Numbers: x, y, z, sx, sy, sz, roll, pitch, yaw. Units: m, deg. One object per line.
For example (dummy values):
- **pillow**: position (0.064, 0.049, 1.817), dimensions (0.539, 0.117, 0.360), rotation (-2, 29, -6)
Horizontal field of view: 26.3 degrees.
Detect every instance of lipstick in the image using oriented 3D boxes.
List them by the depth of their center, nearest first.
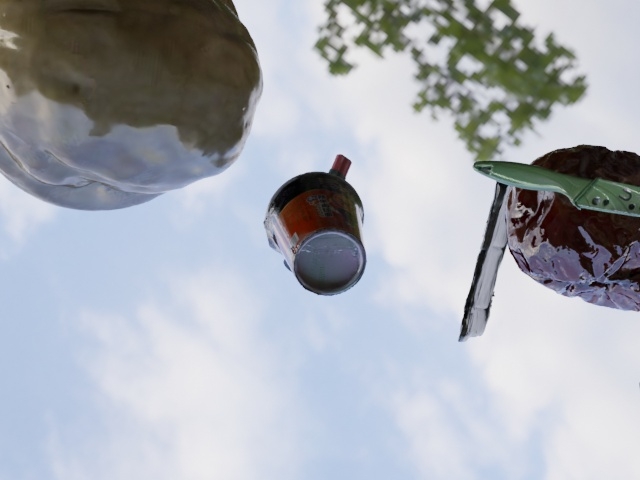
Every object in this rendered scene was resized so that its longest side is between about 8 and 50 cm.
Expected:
- **lipstick**: position (0.004, -0.048, 2.291), dimensions (0.053, 0.053, 0.234), rotation (30, -121, -11)

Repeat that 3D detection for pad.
- **pad**: position (0.240, 0.027, 1.925), dimensions (0.022, 0.233, 0.174), rotation (16, -176, 16)

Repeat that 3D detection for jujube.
- **jujube**: position (0.360, -0.020, 1.746), dimensions (0.232, 0.213, 0.213), rotation (17, -144, -27)

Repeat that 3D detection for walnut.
- **walnut**: position (-0.260, -0.207, 1.648), dimensions (0.381, 0.381, 0.381), rotation (26, -147, -18)

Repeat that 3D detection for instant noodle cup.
- **instant noodle cup**: position (0.001, -0.002, 1.625), dimensions (0.127, 0.127, 0.136), rotation (26, -163, -18)

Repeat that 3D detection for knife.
- **knife**: position (0.300, -0.058, 1.595), dimensions (0.293, 0.043, 0.020), rotation (13, 167, 37)
